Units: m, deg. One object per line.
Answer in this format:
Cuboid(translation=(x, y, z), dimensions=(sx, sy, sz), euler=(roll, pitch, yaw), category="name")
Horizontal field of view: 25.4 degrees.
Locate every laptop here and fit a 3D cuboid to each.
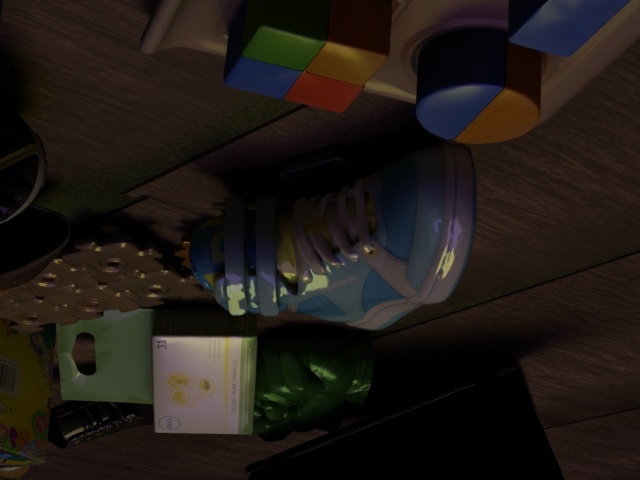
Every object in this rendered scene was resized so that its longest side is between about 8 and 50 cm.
Cuboid(translation=(0.122, 0.342, 1.853), dimensions=(0.382, 0.236, 0.408), euler=(-22, 156, 5), category="laptop")

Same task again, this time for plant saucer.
Cuboid(translation=(0.045, -0.043, 1.323), dimensions=(0.067, 0.018, 0.192), euler=(-15, 154, 33), category="plant saucer")

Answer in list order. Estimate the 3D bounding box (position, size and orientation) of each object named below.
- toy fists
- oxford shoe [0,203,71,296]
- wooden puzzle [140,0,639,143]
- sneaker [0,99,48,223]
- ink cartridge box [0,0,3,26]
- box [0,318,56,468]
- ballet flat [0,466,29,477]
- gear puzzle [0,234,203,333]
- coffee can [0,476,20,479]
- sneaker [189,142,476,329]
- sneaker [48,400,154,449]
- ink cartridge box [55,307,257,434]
Cuboid(translation=(-0.030, 0.192, 1.808), dimensions=(0.142, 0.096, 0.279), euler=(5, 159, -10), category="toy fists")
Cuboid(translation=(-0.382, -0.003, 1.224), dimensions=(0.132, 0.130, 0.363), euler=(-17, 174, 40), category="oxford shoe")
Cuboid(translation=(0.079, -0.158, 0.949), dimensions=(0.347, 0.080, 0.322), euler=(8, 157, -18), category="wooden puzzle")
Cuboid(translation=(-0.407, -0.060, 1.129), dimensions=(0.384, 0.145, 0.147), euler=(9, 177, 1), category="sneaker")
Cuboid(translation=(-0.282, -0.129, 0.961), dimensions=(0.128, 0.127, 0.176), euler=(6, 158, -14), category="ink cartridge box")
Cuboid(translation=(-0.504, 0.155, 1.608), dimensions=(0.279, 0.177, 0.290), euler=(-11, 156, 26), category="box")
Cuboid(translation=(-0.408, 0.244, 1.846), dimensions=(0.080, 0.073, 0.232), euler=(18, 126, 1), category="ballet flat")
Cuboid(translation=(-0.221, 0.024, 1.471), dimensions=(0.339, 0.044, 0.175), euler=(-13, 153, 23), category="gear puzzle")
Cuboid(translation=(-0.520, 0.357, 1.983), dimensions=(0.201, 0.275, 0.201), euler=(1, 158, 0), category="coffee can")
Cuboid(translation=(0.000, 0.000, 1.241), dimensions=(0.208, 0.127, 0.319), euler=(6, 157, -15), category="sneaker")
Cuboid(translation=(-0.268, 0.221, 1.839), dimensions=(0.118, 0.083, 0.222), euler=(-24, 179, -40), category="sneaker")
Cuboid(translation=(-0.194, 0.153, 1.677), dimensions=(0.235, 0.056, 0.171), euler=(1, 131, -5), category="ink cartridge box")
